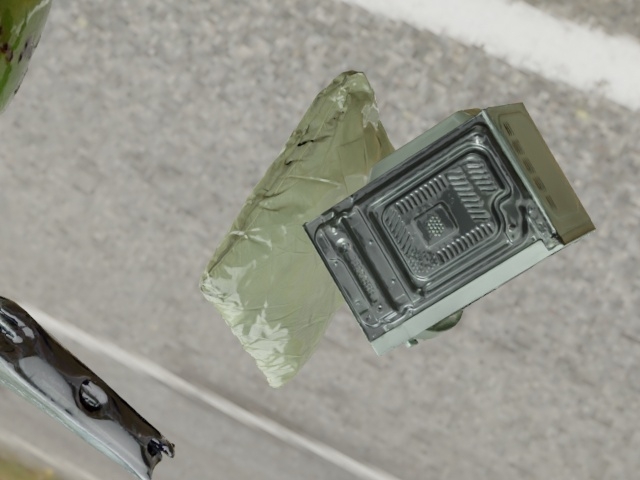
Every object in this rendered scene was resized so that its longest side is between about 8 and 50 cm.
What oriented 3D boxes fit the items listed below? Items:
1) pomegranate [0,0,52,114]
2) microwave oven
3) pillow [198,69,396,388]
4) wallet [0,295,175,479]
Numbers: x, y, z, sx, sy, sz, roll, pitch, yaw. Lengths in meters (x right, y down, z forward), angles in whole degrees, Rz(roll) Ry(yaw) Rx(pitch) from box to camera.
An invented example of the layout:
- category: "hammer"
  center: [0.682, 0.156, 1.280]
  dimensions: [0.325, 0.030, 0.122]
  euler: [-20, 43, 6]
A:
- category: "pomegranate"
  center: [-0.345, -0.213, 1.344]
  dimensions: [0.290, 0.291, 0.323]
  euler: [22, 172, 19]
- category: "microwave oven"
  center: [0.114, -0.013, 1.403]
  dimensions: [0.208, 0.122, 0.162]
  euler: [-33, 84, 24]
- category: "pillow"
  center: [0.000, -0.002, 1.638]
  dimensions: [0.076, 0.281, 0.274]
  euler: [27, 163, 28]
- category: "wallet"
  center: [-0.201, 0.071, 0.988]
  dimensions: [0.222, 0.036, 0.167]
  euler: [21, 160, 44]
